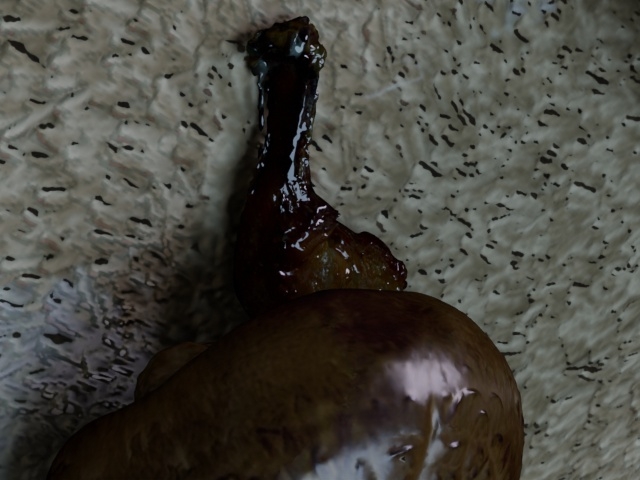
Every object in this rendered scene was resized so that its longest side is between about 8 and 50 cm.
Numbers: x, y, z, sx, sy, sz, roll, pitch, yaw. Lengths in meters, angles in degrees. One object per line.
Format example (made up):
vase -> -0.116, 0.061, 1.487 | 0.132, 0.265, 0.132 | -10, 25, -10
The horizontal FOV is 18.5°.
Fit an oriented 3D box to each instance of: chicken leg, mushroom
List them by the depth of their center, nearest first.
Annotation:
mushroom -> -0.015, 0.128, 0.983 | 0.253, 0.153, 0.253 | -15, 146, -10
chicken leg -> 0.000, 0.000, 1.029 | 0.106, 0.051, 0.253 | -42, 134, -25
